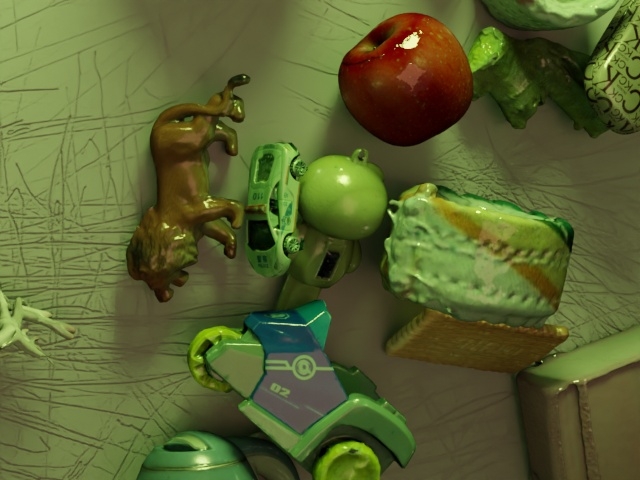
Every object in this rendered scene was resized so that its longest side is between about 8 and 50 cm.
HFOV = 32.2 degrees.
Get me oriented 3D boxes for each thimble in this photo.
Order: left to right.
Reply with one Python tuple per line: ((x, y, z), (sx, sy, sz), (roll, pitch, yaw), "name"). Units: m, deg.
((0.215, 0.018, 1.569), (0.288, 0.254, 0.167), (9, 97, -42), "thimble")
((0.337, -0.395, 1.600), (0.211, 0.149, 0.185), (9, 96, -22), "thimble")

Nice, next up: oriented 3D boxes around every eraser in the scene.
((0.480, 0.351, 1.823), (0.272, 0.122, 0.359), (-16, 107, -18), "eraser")

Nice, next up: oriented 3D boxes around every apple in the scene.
((0.118, -0.220, 1.534), (0.181, 0.181, 0.168), (-36, 112, -11), "apple")

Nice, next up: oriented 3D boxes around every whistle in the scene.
((-0.003, -0.008, 1.575), (0.141, 0.141, 0.294), (17, 124, -24), "whistle")

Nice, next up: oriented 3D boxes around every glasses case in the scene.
((0.509, -0.312, 1.680), (0.137, 0.085, 0.355), (46, 63, -21), "glasses case")

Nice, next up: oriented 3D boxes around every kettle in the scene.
((-0.142, 0.433, 1.557), (0.319, 0.247, 0.342), (-2, 88, -49), "kettle")

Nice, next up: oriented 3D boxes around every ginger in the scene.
((0.336, -0.233, 1.669), (0.290, 0.089, 0.137), (4, 81, -27), "ginger")

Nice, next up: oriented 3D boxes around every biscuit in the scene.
((0.237, 0.151, 1.683), (0.249, 0.160, 0.030), (10, 58, -22), "biscuit")

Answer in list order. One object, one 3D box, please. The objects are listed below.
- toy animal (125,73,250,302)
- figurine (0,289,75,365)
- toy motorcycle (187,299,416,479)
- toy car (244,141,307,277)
((-0.182, -0.069, 1.493), (0.157, 0.097, 0.312), (-1, 99, -15), "toy animal")
((-0.466, 0.081, 1.352), (0.206, 0.284, 0.316), (-33, 86, -2), "figurine")
((-0.019, 0.202, 1.555), (0.200, 0.191, 0.326), (-45, 110, -2), "toy motorcycle")
((-0.068, -0.043, 1.501), (0.058, 0.093, 0.186), (8, 86, -43), "toy car")
